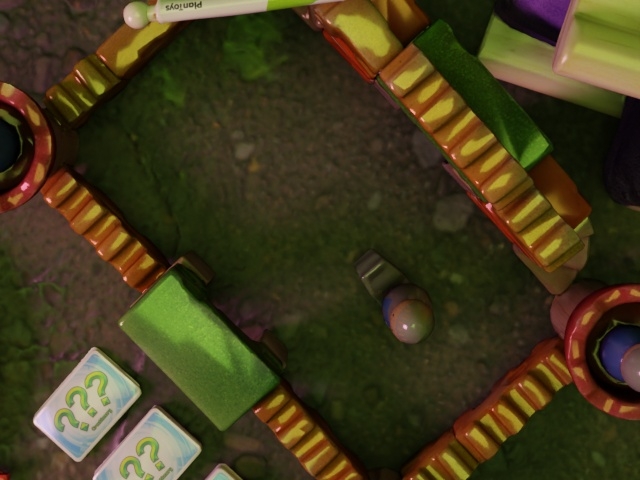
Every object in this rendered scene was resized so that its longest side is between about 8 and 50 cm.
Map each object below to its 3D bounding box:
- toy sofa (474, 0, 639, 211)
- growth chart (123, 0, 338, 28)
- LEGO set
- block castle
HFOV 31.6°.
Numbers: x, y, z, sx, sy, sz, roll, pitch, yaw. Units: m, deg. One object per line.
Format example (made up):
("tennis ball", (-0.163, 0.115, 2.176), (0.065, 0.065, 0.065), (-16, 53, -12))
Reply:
("toy sofa", (0.181, -0.104, 0.647), (0.150, 0.362, 0.177), (18, 99, -1))
("growth chart", (-0.064, -0.228, 0.655), (0.172, 0.021, 0.237), (-11, 74, 4))
("LEGO set", (-0.187, 0.229, 0.843), (0.182, 0.060, 0.244), (43, 95, 1))
("block castle", (0.000, 0.000, 0.738), (0.303, 0.213, 0.453), (-43, 93, 4))
